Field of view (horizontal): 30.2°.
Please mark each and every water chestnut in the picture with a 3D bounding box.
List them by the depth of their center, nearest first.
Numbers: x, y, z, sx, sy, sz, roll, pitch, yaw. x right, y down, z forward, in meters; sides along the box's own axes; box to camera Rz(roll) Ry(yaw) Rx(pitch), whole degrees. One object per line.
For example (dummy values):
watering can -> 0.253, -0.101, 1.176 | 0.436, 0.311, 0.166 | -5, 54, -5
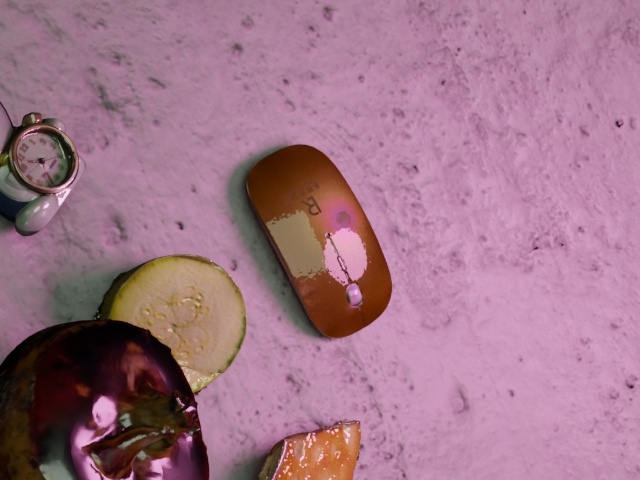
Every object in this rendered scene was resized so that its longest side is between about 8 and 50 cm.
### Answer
water chestnut -> -0.268, 0.251, 1.515 | 0.350, 0.302, 0.351 | 29, 44, -32

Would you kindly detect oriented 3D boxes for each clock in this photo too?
clock -> -0.463, -0.115, 1.633 | 0.243, 0.146, 0.200 | 36, 65, -18

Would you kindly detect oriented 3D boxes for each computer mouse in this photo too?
computer mouse -> 0.000, 0.000, 1.849 | 0.158, 0.072, 0.310 | -28, 94, -22

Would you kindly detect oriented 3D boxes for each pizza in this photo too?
pizza -> -0.019, 0.341, 1.788 | 0.188, 0.080, 0.204 | 43, 56, -36

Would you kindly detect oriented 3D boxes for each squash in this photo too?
squash -> -0.211, 0.131, 1.713 | 0.220, 0.133, 0.220 | 1, 87, -22
